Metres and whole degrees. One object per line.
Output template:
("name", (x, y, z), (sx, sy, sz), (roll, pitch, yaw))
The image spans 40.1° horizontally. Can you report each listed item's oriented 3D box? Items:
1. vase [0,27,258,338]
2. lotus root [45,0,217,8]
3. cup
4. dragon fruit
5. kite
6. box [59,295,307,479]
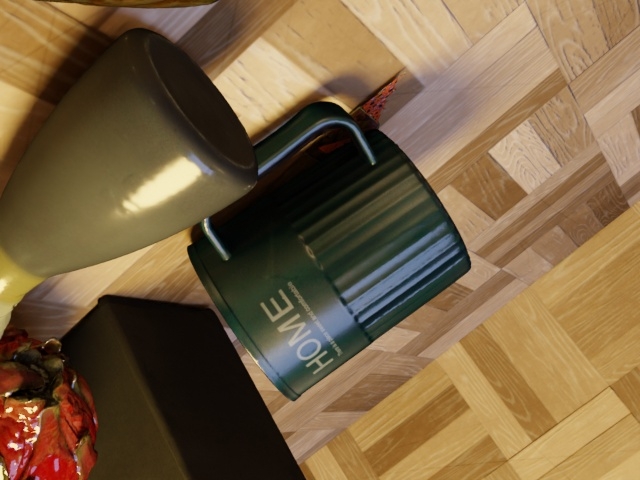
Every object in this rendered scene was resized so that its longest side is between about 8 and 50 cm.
("vase", (-0.227, -0.031, 0.802), (0.321, 0.173, 0.173), (-36, 158, 14))
("lotus root", (-0.163, -0.238, 0.384), (0.346, 0.250, 0.250), (-6, 144, -50))
("cup", (0.000, 0.000, 1.123), (0.292, 0.308, 0.242), (-33, -171, -1))
("dragon fruit", (-0.368, 0.216, 0.980), (0.244, 0.244, 0.299), (-17, 160, -37))
("kite", (0.028, -0.130, 1.143), (0.125, 0.008, 0.222), (-21, 154, -29))
("box", (-0.211, 0.278, 1.197), (0.204, 0.345, 0.251), (-40, 156, 19))
